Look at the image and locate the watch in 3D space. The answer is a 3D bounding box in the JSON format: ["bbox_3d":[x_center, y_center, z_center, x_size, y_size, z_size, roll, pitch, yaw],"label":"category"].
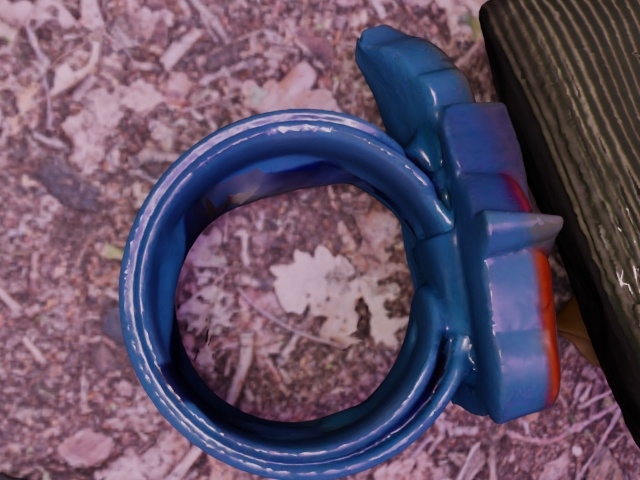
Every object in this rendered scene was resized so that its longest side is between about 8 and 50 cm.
[{"bbox_3d":[0.000,0.000,0.517,0.274,0.241,0.305,-12,81,-4],"label":"watch"}]

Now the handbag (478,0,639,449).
[{"bbox_3d":[0.269,-0.037,0.496,0.240,0.247,0.340,-20,61,10],"label":"handbag"}]

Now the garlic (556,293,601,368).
[{"bbox_3d":[0.345,-0.029,0.655,0.196,0.151,0.338,21,91,-6],"label":"garlic"}]

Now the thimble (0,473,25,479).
[{"bbox_3d":[-0.259,0.250,0.521,0.151,0.118,0.127,-22,106,-13],"label":"thimble"}]
